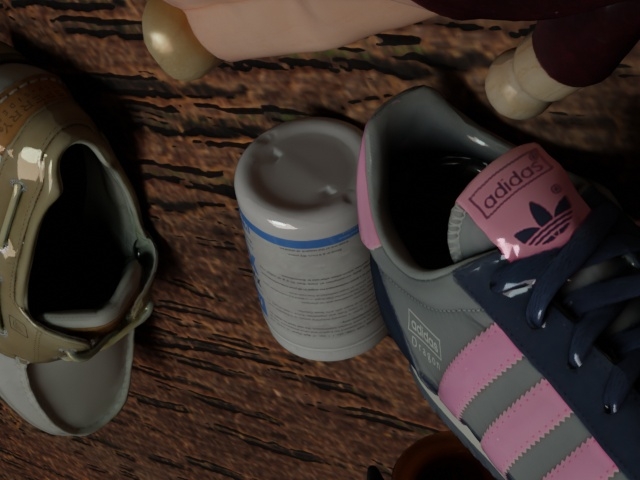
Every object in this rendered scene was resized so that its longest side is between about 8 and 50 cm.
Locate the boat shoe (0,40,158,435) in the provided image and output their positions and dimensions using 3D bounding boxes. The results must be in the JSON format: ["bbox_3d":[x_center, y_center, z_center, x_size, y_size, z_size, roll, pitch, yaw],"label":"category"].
[{"bbox_3d":[-0.157,0.025,1.037,0.103,0.113,0.302,33,151,32],"label":"boat shoe"}]

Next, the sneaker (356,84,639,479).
[{"bbox_3d":[0.099,0.039,0.640,0.319,0.112,0.131,35,154,56],"label":"sneaker"}]

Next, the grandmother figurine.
[{"bbox_3d":[0.038,-0.117,0.597,0.208,0.104,0.342,29,163,-40],"label":"grandmother figurine"}]

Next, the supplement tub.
[{"bbox_3d":[0.000,0.000,0.834,0.071,0.071,0.107,28,148,28],"label":"supplement tub"}]

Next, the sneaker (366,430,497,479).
[{"bbox_3d":[0.088,0.186,0.951,0.321,0.125,0.180,162,93,-81],"label":"sneaker"}]
